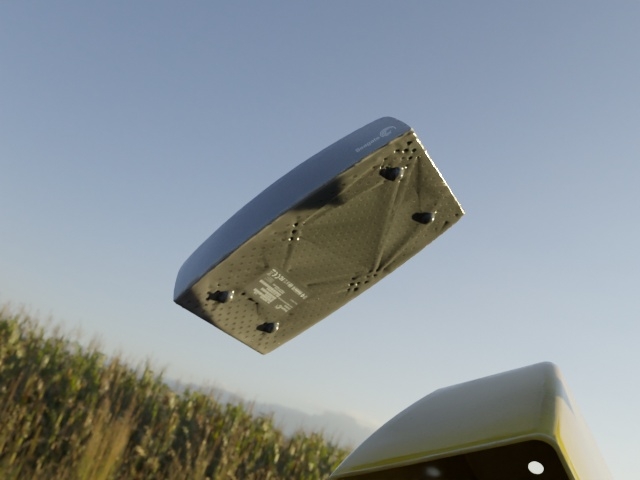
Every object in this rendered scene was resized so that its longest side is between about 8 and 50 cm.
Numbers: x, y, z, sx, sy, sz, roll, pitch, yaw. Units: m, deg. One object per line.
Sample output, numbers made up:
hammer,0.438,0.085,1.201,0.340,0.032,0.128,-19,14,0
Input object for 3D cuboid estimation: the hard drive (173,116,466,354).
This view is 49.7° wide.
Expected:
hard drive,0.000,0.000,0.653,0.172,0.254,0.054,43,14,-51

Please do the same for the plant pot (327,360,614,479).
plant pot,0.171,0.232,0.646,0.212,0.187,0.212,-23,-80,32
